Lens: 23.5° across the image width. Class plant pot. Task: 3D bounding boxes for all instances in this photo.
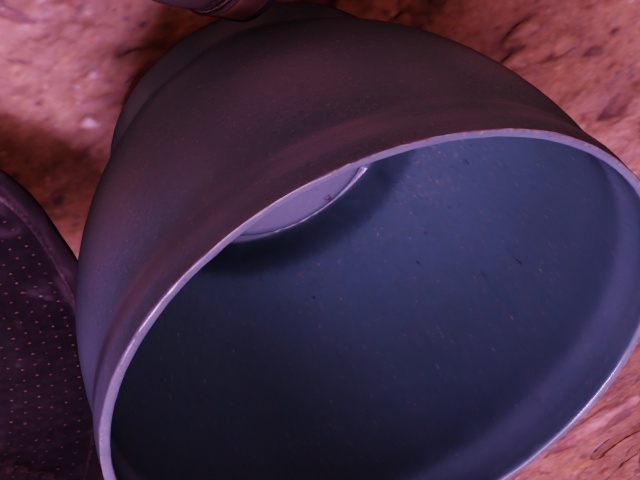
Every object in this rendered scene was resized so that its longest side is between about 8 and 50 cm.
[{"bbox_3d":[0.000,0.000,0.800,0.293,0.196,0.293,-16,137,-15],"label":"plant pot"}]

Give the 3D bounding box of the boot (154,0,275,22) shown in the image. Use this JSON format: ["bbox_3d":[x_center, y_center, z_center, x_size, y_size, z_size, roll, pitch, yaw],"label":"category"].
[{"bbox_3d":[-0.034,-0.177,0.653,0.106,0.082,0.219,2,142,-36],"label":"boot"}]

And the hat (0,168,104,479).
[{"bbox_3d":[-0.280,0.093,0.810,0.331,0.331,0.134,-9,-178,-19],"label":"hat"}]
